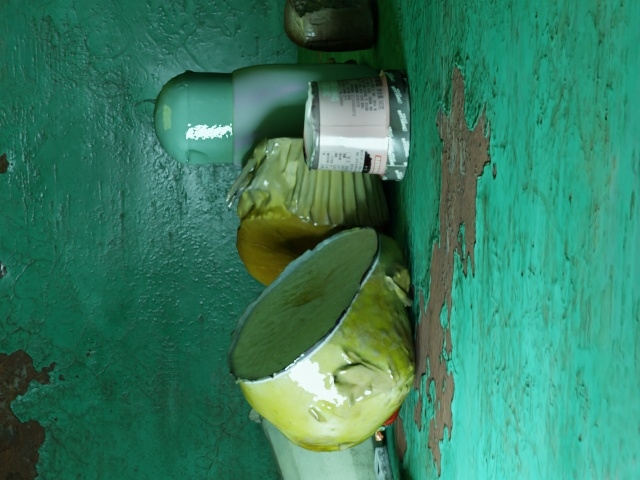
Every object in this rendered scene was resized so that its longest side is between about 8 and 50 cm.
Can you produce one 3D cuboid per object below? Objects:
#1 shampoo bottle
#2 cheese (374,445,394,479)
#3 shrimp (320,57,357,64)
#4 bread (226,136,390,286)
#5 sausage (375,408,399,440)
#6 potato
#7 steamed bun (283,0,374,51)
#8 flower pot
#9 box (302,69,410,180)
[{"bbox_3d":[-0.084,-0.190,1.929,0.222,0.350,0.151,103,167,-68],"label":"shampoo bottle"},{"bbox_3d":[0.094,0.348,1.645,0.235,0.050,0.127,-103,12,-64],"label":"cheese"},{"bbox_3d":[0.020,-0.202,2.221,0.445,0.110,0.221,93,170,-72],"label":"shrimp"},{"bbox_3d":[-0.014,-0.025,1.900,0.388,0.236,0.183,88,-175,-74],"label":"bread"},{"bbox_3d":[0.075,0.150,1.740,0.083,0.083,0.263,103,165,-70],"label":"sausage"},{"bbox_3d":[0.025,0.143,1.625,0.196,0.247,0.299,52,-138,-23],"label":"potato"},{"bbox_3d":[0.013,-0.364,1.986,0.175,0.145,0.106,-109,20,-61],"label":"steamed bun"},{"bbox_3d":[0.021,0.324,1.858,0.212,0.212,0.202,101,152,-68],"label":"flower pot"},{"bbox_3d":[0.046,-0.155,1.678,0.151,0.135,0.151,178,90,-85],"label":"box"}]
